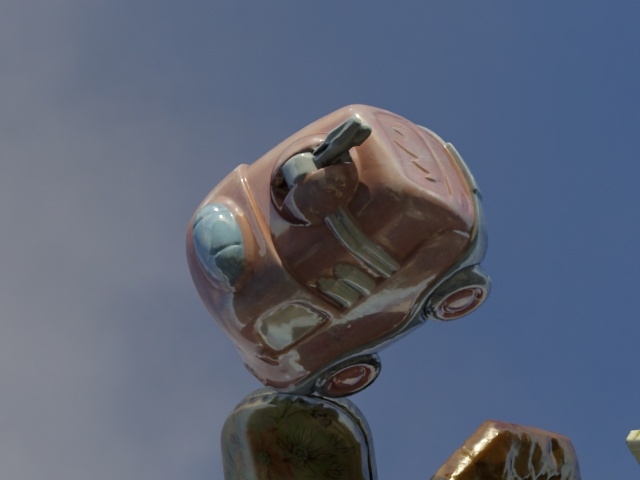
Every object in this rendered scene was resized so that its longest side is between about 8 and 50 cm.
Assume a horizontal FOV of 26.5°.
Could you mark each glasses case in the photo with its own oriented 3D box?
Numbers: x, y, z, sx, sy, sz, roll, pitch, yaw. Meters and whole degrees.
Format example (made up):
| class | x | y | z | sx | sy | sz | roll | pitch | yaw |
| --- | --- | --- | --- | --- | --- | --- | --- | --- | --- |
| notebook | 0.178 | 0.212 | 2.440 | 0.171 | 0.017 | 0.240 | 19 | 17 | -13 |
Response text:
| class | x | y | z | sx | sy | sz | roll | pitch | yaw |
| --- | --- | --- | --- | --- | --- | --- | --- | --- | --- |
| glasses case | -0.008 | 0.346 | 1.424 | 0.157 | 0.098 | 0.425 | 3 | -67 | 22 |

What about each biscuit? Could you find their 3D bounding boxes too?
| class | x | y | z | sx | sy | sz | roll | pitch | yaw |
| --- | --- | --- | --- | --- | --- | --- | --- | --- | --- |
| biscuit | 0.179 | 0.357 | 1.409 | 0.359 | 0.046 | 0.359 | -15 | -69 | -43 |

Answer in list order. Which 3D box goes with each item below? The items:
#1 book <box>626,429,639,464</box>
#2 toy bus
| class | x | y | z | sx | sy | sz | roll | pitch | yaw |
| --- | --- | --- | --- | --- | --- | --- | --- | --- | --- |
| book | 0.357 | 0.203 | 1.023 | 0.022 | 0.232 | 0.162 | -43 | -75 | -31 |
| toy bus | 0.000 | 0.000 | 1.270 | 0.294 | 0.197 | 0.232 | -35 | -34 | 18 |
